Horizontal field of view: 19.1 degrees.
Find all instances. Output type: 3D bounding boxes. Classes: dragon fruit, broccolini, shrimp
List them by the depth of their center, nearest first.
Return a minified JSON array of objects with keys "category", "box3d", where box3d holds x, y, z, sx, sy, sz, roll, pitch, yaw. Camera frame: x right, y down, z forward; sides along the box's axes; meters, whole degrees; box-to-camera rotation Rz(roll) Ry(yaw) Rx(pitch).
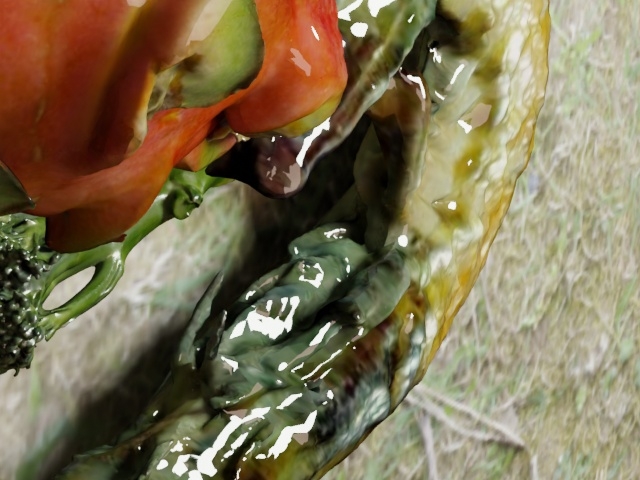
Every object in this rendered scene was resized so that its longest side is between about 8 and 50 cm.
[{"category":"dragon fruit","box3d":[-0.104,-0.091,0.516,0.227,0.224,0.224,-3,108,-13]},{"category":"broccolini","box3d":[-0.083,-0.017,0.751,0.216,0.058,0.067,-45,171,-50]},{"category":"shrimp","box3d":[0.000,0.000,0.787,0.445,0.085,0.272,-49,152,-40]}]
